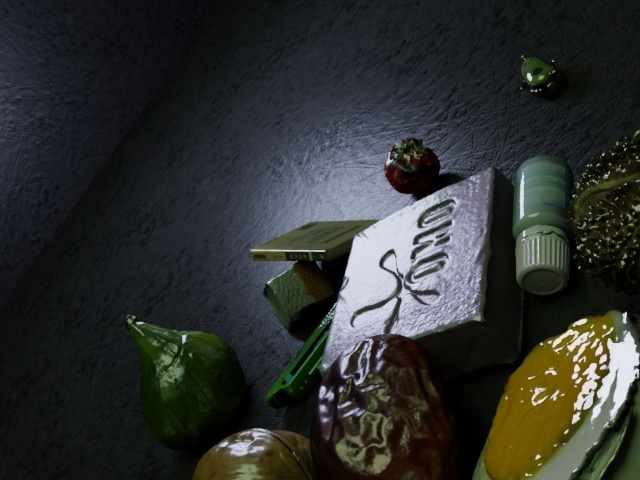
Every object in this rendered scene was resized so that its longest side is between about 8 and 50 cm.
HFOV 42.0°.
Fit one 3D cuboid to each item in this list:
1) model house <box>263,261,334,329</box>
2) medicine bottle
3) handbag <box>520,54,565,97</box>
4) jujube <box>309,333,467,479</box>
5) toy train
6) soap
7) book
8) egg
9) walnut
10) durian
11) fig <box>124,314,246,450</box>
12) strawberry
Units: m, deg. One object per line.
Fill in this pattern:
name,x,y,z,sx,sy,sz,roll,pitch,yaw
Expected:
model house,-0.037,0.093,1.467,0.100,0.088,0.101,-31,-10,-17
medicine bottle,0.300,-0.021,1.124,0.083,0.083,0.203,-24,36,37
handbag,0.363,-0.274,1.390,0.072,0.047,0.111,-40,31,13
jujube,0.077,0.229,0.979,0.183,0.183,0.243,-32,41,28
toy train,-0.007,0.188,1.332,0.209,0.044,0.042,-53,30,-7
soap,0.152,0.070,1.194,0.285,0.107,0.296,-28,31,35
book,0.000,0.000,1.486,0.161,0.026,0.231,-25,14,-35
egg,0.272,0.211,0.800,0.264,0.174,0.286,-58,5,-19
walnut,-0.082,0.335,1.127,0.207,0.167,0.167,-24,36,40
durian,0.370,-0.037,0.950,0.196,0.167,0.196,-175,90,-72
fig,-0.253,0.229,1.427,0.203,0.235,0.203,-33,28,20
strawberry,0.159,-0.122,1.448,0.106,0.106,0.106,-34,31,24
